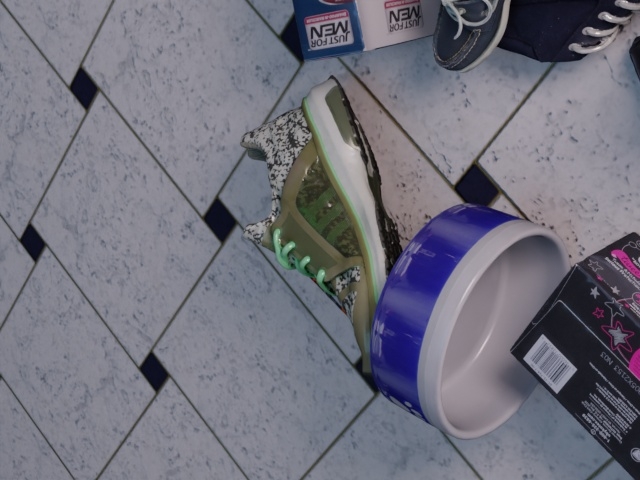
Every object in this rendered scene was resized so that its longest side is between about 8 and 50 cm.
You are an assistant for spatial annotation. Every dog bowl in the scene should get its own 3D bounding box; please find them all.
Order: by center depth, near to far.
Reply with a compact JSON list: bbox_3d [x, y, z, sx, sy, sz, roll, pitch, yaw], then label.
[{"bbox_3d":[0.179,0.093,1.592,0.104,0.265,0.265,24,119,37],"label":"dog bowl"}]

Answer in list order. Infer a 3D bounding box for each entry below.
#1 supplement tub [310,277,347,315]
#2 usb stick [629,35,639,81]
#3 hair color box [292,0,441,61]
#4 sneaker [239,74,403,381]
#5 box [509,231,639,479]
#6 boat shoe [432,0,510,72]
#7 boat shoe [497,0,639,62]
[{"bbox_3d":[0.045,0.037,1.801,0.198,0.106,0.106,45,129,21],"label":"supplement tub"},{"bbox_3d":[0.413,-0.101,1.470,0.077,0.045,0.278,-21,90,36],"label":"usb stick"},{"bbox_3d":[0.035,-0.400,1.612,0.105,0.174,0.347,-3,102,43],"label":"hair color box"},{"bbox_3d":[0.000,0.000,1.703,0.182,0.158,0.410,-19,62,10],"label":"sneaker"},{"bbox_3d":[0.369,0.142,1.526,0.247,0.142,0.163,47,131,20],"label":"box"},{"bbox_3d":[0.169,-0.281,1.467,0.095,0.079,0.254,56,143,23],"label":"boat shoe"},{"bbox_3d":[0.319,-0.268,1.456,0.340,0.127,0.158,18,122,45],"label":"boat shoe"}]
